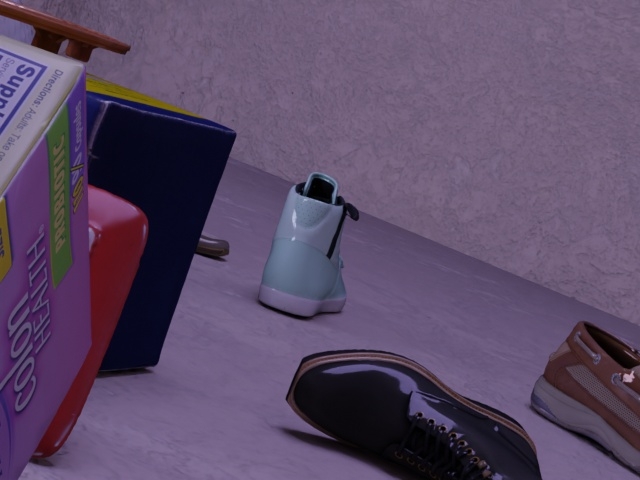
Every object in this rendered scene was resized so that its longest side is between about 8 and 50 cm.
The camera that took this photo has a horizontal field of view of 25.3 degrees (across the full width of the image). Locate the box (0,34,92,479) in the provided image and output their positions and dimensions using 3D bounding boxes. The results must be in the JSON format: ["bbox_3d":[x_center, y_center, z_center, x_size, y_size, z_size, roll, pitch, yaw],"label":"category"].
[{"bbox_3d":[-0.234,-0.009,0.625,0.243,0.117,0.213,21,-36,7],"label":"box"}]

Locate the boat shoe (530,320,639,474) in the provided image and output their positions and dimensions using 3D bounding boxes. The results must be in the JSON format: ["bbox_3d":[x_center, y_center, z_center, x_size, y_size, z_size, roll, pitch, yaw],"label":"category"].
[{"bbox_3d":[0.338,0.166,1.390,0.123,0.116,0.324,14,8,-42],"label":"boat shoe"}]

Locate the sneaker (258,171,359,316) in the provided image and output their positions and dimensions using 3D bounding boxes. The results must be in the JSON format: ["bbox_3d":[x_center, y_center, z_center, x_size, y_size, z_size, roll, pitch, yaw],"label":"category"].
[{"bbox_3d":[0.000,0.000,1.636,0.094,0.151,0.256,19,5,5],"label":"sneaker"}]

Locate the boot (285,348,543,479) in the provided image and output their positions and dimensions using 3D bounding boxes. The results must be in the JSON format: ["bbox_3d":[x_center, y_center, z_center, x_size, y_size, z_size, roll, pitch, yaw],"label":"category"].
[{"bbox_3d":[0.080,0.144,1.007,0.198,0.076,0.137,17,12,-13],"label":"boot"}]

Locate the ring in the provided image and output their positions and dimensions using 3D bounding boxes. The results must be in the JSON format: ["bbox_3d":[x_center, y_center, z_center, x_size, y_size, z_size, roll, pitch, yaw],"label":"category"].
[{"bbox_3d":[-0.317,-0.200,1.147,0.337,0.032,0.336,20,6,-2],"label":"ring"}]

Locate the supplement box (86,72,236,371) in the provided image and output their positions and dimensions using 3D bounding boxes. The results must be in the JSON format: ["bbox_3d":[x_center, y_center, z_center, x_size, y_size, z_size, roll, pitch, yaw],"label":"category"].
[{"bbox_3d":[-0.279,-0.056,1.043,0.357,0.194,0.195,21,6,22],"label":"supplement box"}]

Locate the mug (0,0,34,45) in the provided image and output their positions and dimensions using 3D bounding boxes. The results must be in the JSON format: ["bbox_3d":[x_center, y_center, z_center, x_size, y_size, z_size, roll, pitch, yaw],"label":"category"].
[{"bbox_3d":[-0.520,-0.226,1.637,0.374,0.276,0.328,-9,-13,12],"label":"mug"}]

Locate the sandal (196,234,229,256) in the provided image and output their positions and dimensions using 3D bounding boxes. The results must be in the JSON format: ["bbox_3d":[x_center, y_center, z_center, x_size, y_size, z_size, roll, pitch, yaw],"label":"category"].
[{"bbox_3d":[-0.192,-0.028,1.747,0.180,0.049,0.072,19,6,-5],"label":"sandal"}]

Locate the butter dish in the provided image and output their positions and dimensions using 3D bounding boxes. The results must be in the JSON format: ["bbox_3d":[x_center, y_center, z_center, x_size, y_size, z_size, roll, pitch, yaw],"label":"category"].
[{"bbox_3d":[-0.196,0.039,0.840,0.160,0.159,0.118,19,-17,0],"label":"butter dish"}]
